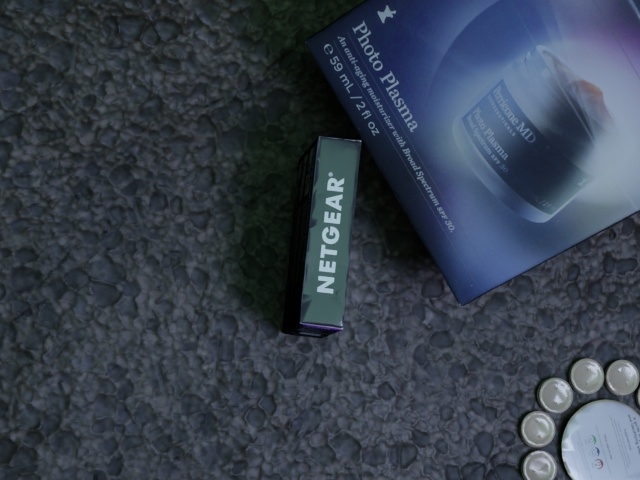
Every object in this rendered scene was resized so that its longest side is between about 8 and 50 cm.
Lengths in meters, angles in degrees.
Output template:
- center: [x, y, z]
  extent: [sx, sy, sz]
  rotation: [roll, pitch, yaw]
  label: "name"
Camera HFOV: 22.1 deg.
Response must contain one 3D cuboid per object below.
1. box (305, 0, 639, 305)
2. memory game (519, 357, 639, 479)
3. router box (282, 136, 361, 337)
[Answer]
- center: [0.198, -0.147, 1.524]
  extent: [0.294, 0.183, 0.296]
  rotation: [-31, 91, 28]
  label: "box"
- center: [0.288, 0.210, 1.662]
  extent: [0.186, 0.012, 0.186]
  rotation: [1, 83, -11]
  label: "memory game"
- center: [0.000, 0.000, 1.563]
  extent: [0.046, 0.133, 0.179]
  rotation: [6, 83, -8]
  label: "router box"
